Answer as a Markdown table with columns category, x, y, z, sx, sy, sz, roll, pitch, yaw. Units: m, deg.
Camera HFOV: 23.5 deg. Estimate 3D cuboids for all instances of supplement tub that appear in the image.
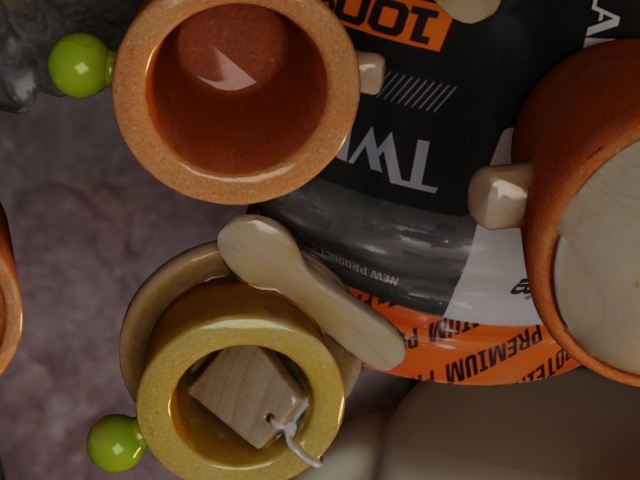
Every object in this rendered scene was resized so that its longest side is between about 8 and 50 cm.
| category | x | y | z | sx | sy | sz | roll | pitch | yaw |
| --- | --- | --- | --- | --- | --- | --- | --- | --- | --- |
| supplement tub | 0.068 | -0.129 | 0.588 | 0.207 | 0.207 | 0.338 | 3 | 116 | -10 |

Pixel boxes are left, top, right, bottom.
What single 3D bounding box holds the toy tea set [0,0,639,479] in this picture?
| category | x | y | z | sx | sy | sz | roll | pitch | yaw |
| --- | --- | --- | --- | --- | --- | --- | --- | --- | --- |
| toy tea set | 0.000 | 0.000 | 0.458 | 0.336 | 0.124 | 0.200 | -30 | 117 | 9 |

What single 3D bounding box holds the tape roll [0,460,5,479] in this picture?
| category | x | y | z | sx | sy | sz | roll | pitch | yaw |
| --- | --- | --- | --- | --- | --- | --- | --- | --- | --- |
| tape roll | -0.336 | 0.158 | 0.695 | 0.392 | 0.072 | 0.392 | -3 | 106 | -9 |

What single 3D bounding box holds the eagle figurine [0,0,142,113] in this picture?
| category | x | y | z | sx | sy | sz | roll | pitch | yaw |
| --- | --- | --- | --- | --- | --- | --- | --- | --- | --- |
| eagle figurine | -0.189 | -0.156 | 0.537 | 0.226 | 0.298 | 0.225 | 23 | 67 | -43 |

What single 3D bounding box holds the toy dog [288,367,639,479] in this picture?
| category | x | y | z | sx | sy | sz | roll | pitch | yaw |
| --- | --- | --- | --- | --- | --- | --- | --- | --- | --- |
| toy dog | 0.172 | 0.261 | 0.701 | 0.395 | 0.284 | 0.408 | -9 | 107 | 7 |
